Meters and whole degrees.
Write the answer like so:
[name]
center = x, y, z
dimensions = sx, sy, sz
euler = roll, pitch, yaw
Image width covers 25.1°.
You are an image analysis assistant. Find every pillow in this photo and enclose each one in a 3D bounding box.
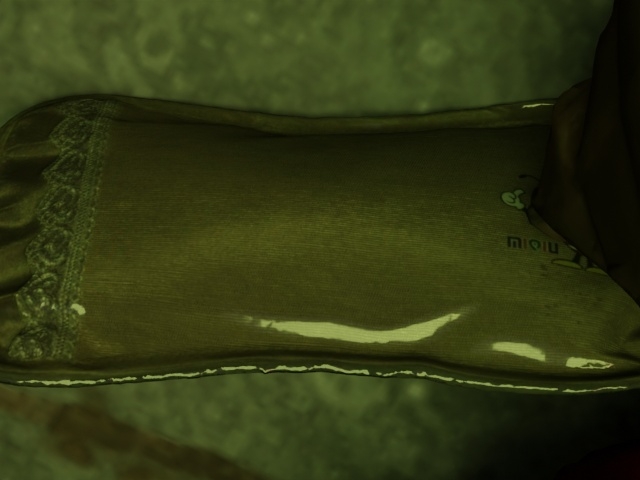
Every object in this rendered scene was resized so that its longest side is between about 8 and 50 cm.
[pillow]
center = 0.000, 0.000, 0.432
dimensions = 0.217, 0.130, 0.033
euler = 3, 133, 1

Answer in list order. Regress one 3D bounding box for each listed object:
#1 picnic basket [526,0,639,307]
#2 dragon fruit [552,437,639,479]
[picnic basket]
center = 0.238, -0.090, 0.305
dimensions = 0.337, 0.293, 0.337
euler = -4, 111, -12
[dragon fruit]
center = 0.133, 0.172, 0.417
dimensions = 0.298, 0.244, 0.244
euler = 26, 107, -29
